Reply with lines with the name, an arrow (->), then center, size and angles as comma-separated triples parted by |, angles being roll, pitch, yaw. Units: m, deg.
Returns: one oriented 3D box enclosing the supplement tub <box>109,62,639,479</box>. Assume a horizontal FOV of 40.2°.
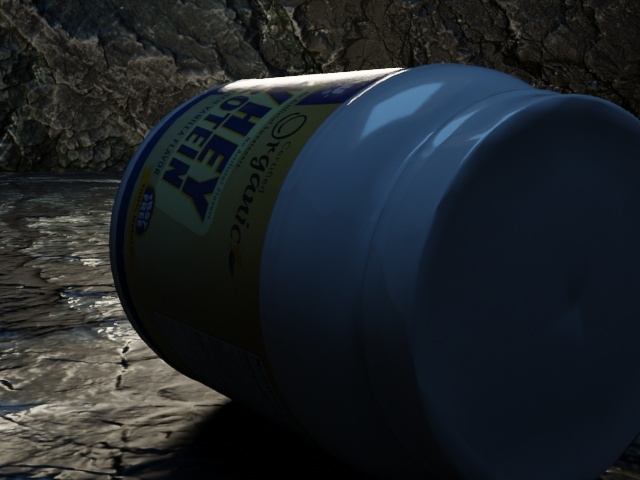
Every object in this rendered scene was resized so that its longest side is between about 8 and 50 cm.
supplement tub -> 0.029, 0.011, 0.532 | 0.228, 0.228, 0.316 | -7, 10, -34
